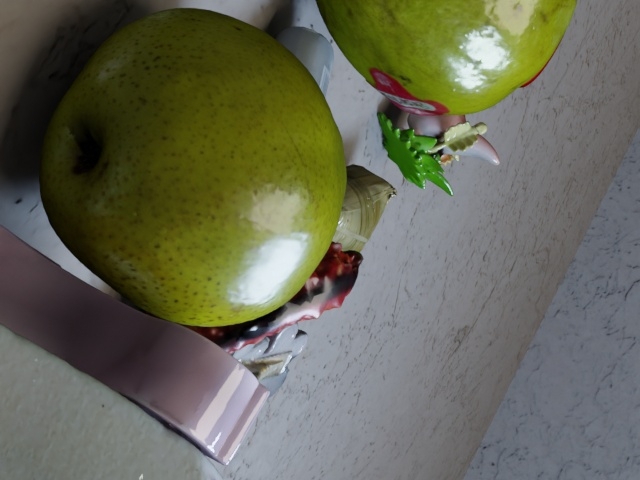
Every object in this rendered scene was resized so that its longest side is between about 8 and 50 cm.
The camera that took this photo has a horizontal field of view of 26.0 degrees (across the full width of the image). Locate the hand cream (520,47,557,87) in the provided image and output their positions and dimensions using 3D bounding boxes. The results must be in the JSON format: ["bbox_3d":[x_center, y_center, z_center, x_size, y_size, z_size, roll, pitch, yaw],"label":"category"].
[{"bbox_3d":[0.277,-0.327,2.011,0.193,0.125,0.193,-50,158,-29],"label":"hand cream"}]

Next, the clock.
[{"bbox_3d":[-0.201,0.092,1.239,0.080,0.290,0.275,-58,-161,-18],"label":"clock"}]

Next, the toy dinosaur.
[{"bbox_3d":[0.180,-0.164,1.954,0.177,0.194,0.152,-35,144,-9],"label":"toy dinosaur"}]

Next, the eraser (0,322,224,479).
[{"bbox_3d":[-0.286,0.199,1.185,0.331,0.331,0.150,83,23,-56],"label":"eraser"}]

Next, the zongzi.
[{"bbox_3d":[0.000,0.000,1.825,0.194,0.099,0.197,-16,137,-61],"label":"zongzi"}]

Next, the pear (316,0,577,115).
[{"bbox_3d":[0.120,-0.298,1.510,0.375,0.287,0.287,32,85,-42],"label":"pear"}]

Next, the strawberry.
[{"bbox_3d":[-0.112,0.064,1.553,0.306,0.137,0.233,-23,-179,-40],"label":"strawberry"}]

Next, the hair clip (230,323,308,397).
[{"bbox_3d":[-0.090,0.171,1.858,0.146,0.075,0.257,-65,165,14],"label":"hair clip"}]

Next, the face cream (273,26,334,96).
[{"bbox_3d":[-0.044,-0.098,1.491,0.107,0.073,0.269,83,17,-63],"label":"face cream"}]

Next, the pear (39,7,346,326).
[{"bbox_3d":[-0.113,-0.065,1.253,0.294,0.294,0.294,-48,155,-32],"label":"pear"}]
